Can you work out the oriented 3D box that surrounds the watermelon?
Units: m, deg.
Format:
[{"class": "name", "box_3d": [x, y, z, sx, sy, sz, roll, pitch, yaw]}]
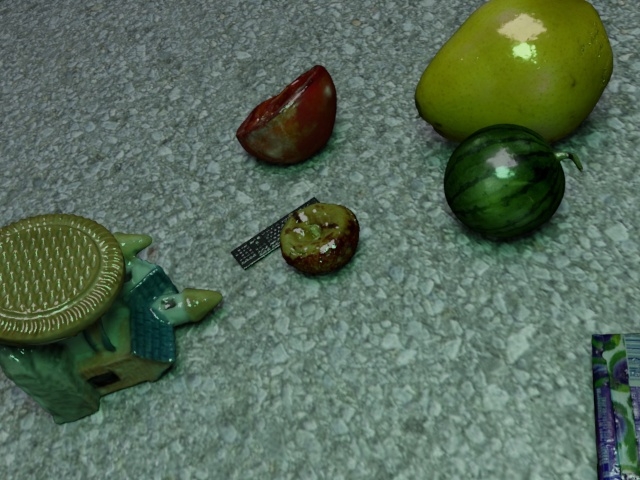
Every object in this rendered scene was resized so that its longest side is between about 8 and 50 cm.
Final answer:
[{"class": "watermelon", "box_3d": [0.310, -0.104, 1.107, 0.214, 0.188, 0.188, -31, 43, 25]}]

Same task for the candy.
[{"class": "candy", "box_3d": [0.399, 0.260, 0.864, 0.088, 0.061, 0.312, -1, 50, 19]}]

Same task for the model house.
[{"class": "model house", "box_3d": [-0.333, 0.113, 1.145, 0.325, 0.194, 0.267, -15, 48, 1]}]

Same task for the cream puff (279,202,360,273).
[{"class": "cream puff", "box_3d": [0.000, 0.000, 1.197, 0.149, 0.084, 0.149, -11, 45, 11]}]

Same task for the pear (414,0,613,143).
[{"class": "pear", "box_3d": [0.338, -0.302, 1.204, 0.336, 0.285, 0.285, 2, 51, 3]}]

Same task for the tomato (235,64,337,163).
[{"class": "tomato", "box_3d": [-0.053, -0.238, 1.379, 0.233, 0.139, 0.200, -20, 28, 50]}]

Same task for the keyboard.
[{"class": "keyboard", "box_3d": [-0.076, -0.015, 1.283, 0.198, 0.010, 0.063, -34, 47, -11]}]

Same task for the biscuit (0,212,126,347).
[{"class": "biscuit", "box_3d": [-0.428, 0.056, 1.045, 0.259, 0.079, 0.259, 1, 50, -2]}]
